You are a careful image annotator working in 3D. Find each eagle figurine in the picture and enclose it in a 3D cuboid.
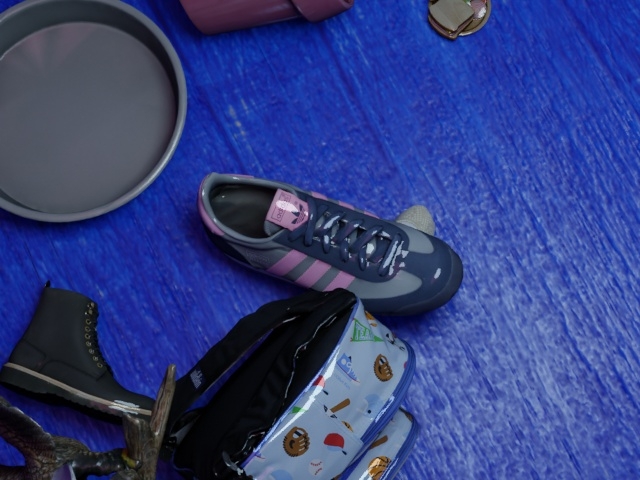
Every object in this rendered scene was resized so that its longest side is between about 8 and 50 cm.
[{"bbox_3d":[-0.312,0.234,1.578,0.298,0.225,0.226,10,58,13],"label":"eagle figurine"}]

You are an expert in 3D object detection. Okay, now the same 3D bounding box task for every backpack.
[{"bbox_3d":[-0.015,0.186,1.576,0.213,0.276,0.263,37,80,-22],"label":"backpack"}]

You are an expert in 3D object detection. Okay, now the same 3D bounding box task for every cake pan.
[{"bbox_3d":[-0.304,-0.157,1.780,0.293,0.054,0.293,-1,75,2],"label":"cake pan"}]

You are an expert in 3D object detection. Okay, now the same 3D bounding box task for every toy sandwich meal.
[{"bbox_3d":[0.169,-0.289,1.804,0.085,0.029,0.085,-1,75,3],"label":"toy sandwich meal"}]

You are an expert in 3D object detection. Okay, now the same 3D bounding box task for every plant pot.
[{"bbox_3d":[-0.078,-0.336,1.756,0.180,0.201,0.201,-21,75,14],"label":"plant pot"}]

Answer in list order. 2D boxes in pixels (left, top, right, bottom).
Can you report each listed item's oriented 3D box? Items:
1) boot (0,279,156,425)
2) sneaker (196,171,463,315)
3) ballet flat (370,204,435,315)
[{"bbox_3d":[-0.259,0.131,1.696,0.198,0.077,0.137,18,72,6],"label":"boot"},{"bbox_3d":[0.000,0.000,1.647,0.319,0.131,0.112,12,70,23],"label":"sneaker"},{"bbox_3d":[0.081,0.026,1.714,0.057,0.052,0.168,33,79,10],"label":"ballet flat"}]
